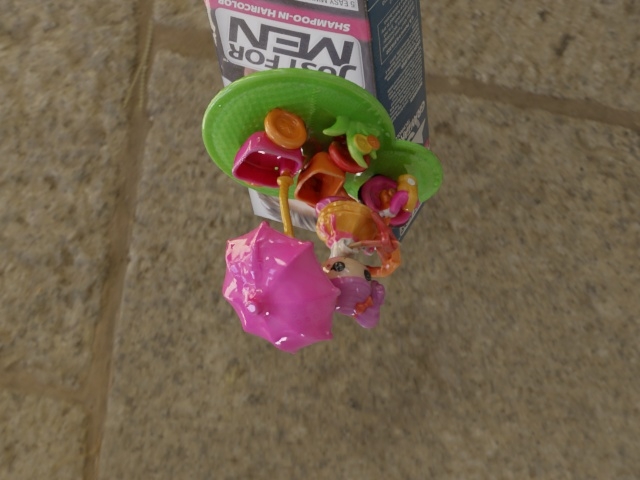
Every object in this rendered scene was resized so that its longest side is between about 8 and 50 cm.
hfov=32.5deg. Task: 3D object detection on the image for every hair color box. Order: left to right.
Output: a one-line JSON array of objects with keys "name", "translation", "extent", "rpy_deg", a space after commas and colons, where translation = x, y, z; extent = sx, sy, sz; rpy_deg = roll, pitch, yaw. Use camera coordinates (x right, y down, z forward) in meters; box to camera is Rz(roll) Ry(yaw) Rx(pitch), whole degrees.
[{"name": "hair color box", "translation": [0.004, -0.153, 1.065], "extent": [0.174, 0.105, 0.347], "rpy_deg": [17, 143, 23]}]

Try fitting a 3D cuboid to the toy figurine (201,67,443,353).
[{"name": "toy figurine", "translation": [0.000, 0.000, 0.700], "extent": [0.173, 0.159, 0.130], "rpy_deg": [20, 141, -22]}]
